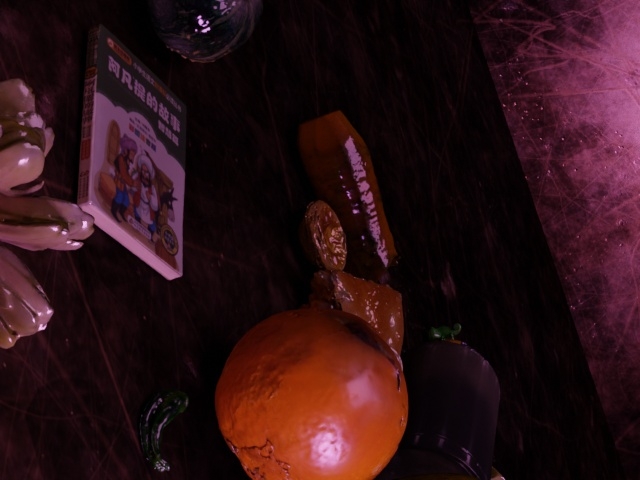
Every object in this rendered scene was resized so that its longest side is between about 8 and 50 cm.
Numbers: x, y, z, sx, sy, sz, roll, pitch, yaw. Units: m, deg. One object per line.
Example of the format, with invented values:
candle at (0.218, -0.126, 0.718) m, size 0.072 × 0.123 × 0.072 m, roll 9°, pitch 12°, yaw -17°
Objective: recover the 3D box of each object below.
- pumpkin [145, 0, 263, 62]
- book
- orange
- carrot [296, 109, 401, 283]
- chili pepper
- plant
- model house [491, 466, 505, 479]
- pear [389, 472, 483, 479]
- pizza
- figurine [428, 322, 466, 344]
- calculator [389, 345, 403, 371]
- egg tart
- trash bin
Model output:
pumpkin at (-0.160, -0.336, 1.767) m, size 0.190 × 0.146 × 0.190 m, roll 0°, pitch 90°, yaw -48°
book at (-0.230, -0.109, 1.600) m, size 0.202 × 0.027 × 0.264 m, roll 44°, pitch 37°, yaw -51°
orange at (-0.007, 0.205, 1.632) m, size 0.246 × 0.246 × 0.246 m, roll 49°, pitch 33°, yaw -47°
carrot at (0.049, -0.065, 2.139) m, size 0.302 × 0.114 × 0.114 m, roll 70°, pitch 22°, yaw -10°
chili pepper at (-0.181, 0.208, 1.488) m, size 0.055 × 0.035 × 0.118 m, roll 43°, pitch 29°, yaw -23°
plant at (-0.372, -0.026, 1.057) m, size 0.261 × 0.297 × 0.306 m, roll -37°, pitch 155°, yaw -43°
model house at (0.239, 0.460, 2.243) m, size 0.194 × 0.170 × 0.211 m, roll 61°, pitch -3°, yaw -19°
pear at (0.130, 0.468, 1.659) m, size 0.413 × 0.352 × 0.352 m, roll 66°, pitch 11°, yaw -80°
pizza at (0.042, 0.135, 2.012) m, size 0.229 × 0.081 × 0.289 m, roll 57°, pitch 33°, yaw -27°
figurine at (0.266, 0.232, 2.453) m, size 0.095 × 0.115 × 0.156 m, roll 47°, pitch 31°, yaw -67°
calculator at (0.033, 0.209, 1.878) m, size 0.236 × 0.033 × 0.157 m, roll 16°, pitch 69°, yaw -34°
egg tart at (0.000, 0.000, 2.048) m, size 0.130 × 0.052 × 0.130 m, roll -16°, pitch 90°, yaw -70°
trash bin at (0.182, 0.322, 2.064) m, size 0.252 × 0.203 × 0.301 m, roll 32°, pitch 30°, yaw -5°
